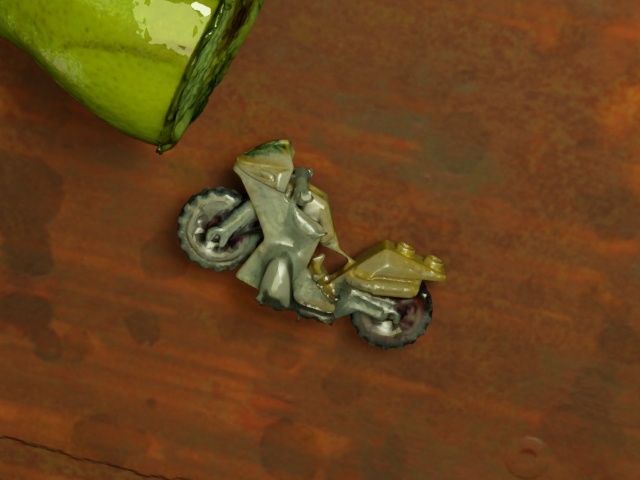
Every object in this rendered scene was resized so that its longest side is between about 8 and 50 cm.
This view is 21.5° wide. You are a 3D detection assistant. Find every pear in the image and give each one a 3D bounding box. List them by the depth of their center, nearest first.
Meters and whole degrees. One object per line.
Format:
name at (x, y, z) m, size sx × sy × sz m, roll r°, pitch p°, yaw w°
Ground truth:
pear at (-0.182, -0.198, 1.289) m, size 0.255 × 0.238 × 0.164 m, roll 30°, pitch 112°, yaw -4°

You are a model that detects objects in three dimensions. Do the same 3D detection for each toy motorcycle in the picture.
toy motorcycle at (0.000, 0.000, 1.398) m, size 0.229 × 0.094 × 0.130 m, roll 25°, pitch 104°, yaw -6°
